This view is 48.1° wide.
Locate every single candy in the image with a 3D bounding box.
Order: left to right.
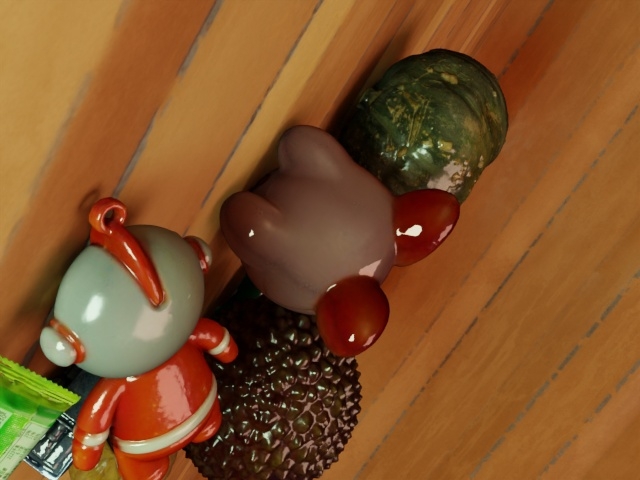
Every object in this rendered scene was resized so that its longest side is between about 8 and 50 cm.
[{"bbox_3d":[-0.285,0.174,0.566,0.178,0.032,0.102,-52,132,-3],"label":"candy"}]

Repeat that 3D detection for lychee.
[{"bbox_3d":[-0.080,0.235,1.103,0.306,0.306,0.330,-50,168,-33],"label":"lychee"}]

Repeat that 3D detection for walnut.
[{"bbox_3d":[-0.271,0.293,0.989,0.144,0.144,0.180,-53,-179,-10],"label":"walnut"}]

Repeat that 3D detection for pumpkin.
[{"bbox_3d":[0.172,-0.171,1.241,0.291,0.257,0.328,-44,-172,41],"label":"pumpkin"}]

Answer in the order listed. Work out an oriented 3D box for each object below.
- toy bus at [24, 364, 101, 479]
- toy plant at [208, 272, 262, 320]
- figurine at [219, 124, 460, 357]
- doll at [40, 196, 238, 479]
[{"bbox_3d":[-0.235,0.142,0.787,0.237,0.079,0.094,-52,-171,-19],"label":"toy bus"},{"bbox_3d":[-0.123,0.138,1.322,0.243,0.112,0.233,-47,160,-24],"label":"toy plant"},{"bbox_3d":[0.005,0.006,0.988,0.270,0.261,0.211,-54,176,-22],"label":"figurine"},{"bbox_3d":[-0.168,0.099,0.672,0.199,0.105,0.337,-36,141,-32],"label":"doll"}]
